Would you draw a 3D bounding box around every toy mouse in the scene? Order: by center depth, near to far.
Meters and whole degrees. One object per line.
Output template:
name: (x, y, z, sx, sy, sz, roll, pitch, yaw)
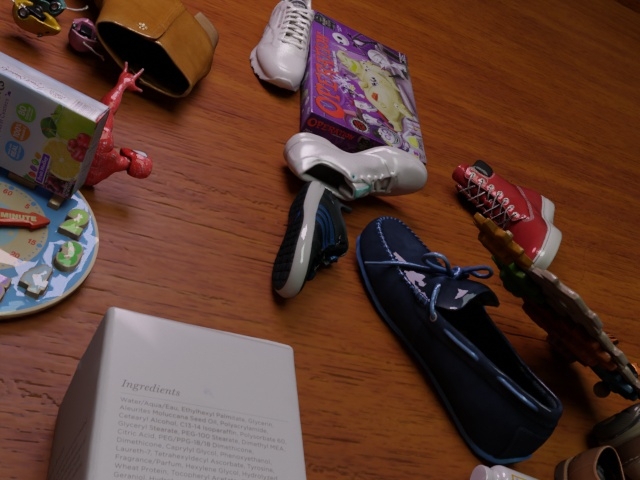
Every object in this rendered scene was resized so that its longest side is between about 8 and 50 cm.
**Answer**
toy mouse: (-0.342, -0.288, 0.948, 0.161, 0.031, 0.143, 35, 24, -10)

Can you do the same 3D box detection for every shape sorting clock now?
shape sorting clock: (-0.310, -0.017, 0.671, 0.206, 0.040, 0.206, 21, 39, -18)

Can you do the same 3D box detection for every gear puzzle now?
gear puzzle: (0.278, 0.086, 0.883, 0.339, 0.044, 0.175, 46, 0, -34)

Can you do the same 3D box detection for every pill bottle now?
pill bottle: (0.200, 0.263, 0.760, 0.083, 0.043, 0.043, 24, 38, -15)

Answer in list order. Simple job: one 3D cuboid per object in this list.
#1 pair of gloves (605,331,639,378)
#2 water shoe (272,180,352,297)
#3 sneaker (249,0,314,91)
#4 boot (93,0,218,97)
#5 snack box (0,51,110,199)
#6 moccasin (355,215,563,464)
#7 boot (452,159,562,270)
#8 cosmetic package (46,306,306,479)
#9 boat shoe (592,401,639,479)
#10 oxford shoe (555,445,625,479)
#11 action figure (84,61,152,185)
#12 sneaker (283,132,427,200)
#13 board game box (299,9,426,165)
pair of gloves: (0.439, 0.173, 1.076, 0.074, 0.010, 0.083, -4, 54, -43)
water shoe: (0.000, 0.000, 0.870, 0.080, 0.073, 0.203, 29, 37, -13)
sneaker: (-0.053, -0.332, 1.177, 0.090, 0.094, 0.235, 21, 40, -21)
boot: (-0.267, -0.322, 0.969, 0.295, 0.104, 0.211, 37, 27, -14)
snack box: (-0.283, -0.113, 0.685, 0.141, 0.100, 0.037, 28, 34, -8)
moccasin: (0.171, 0.091, 0.866, 0.138, 0.116, 0.342, -9, 55, -43)
boot: (0.276, -0.040, 1.124, 0.176, 0.088, 0.244, 32, 29, -4)
cosmetic package: (-0.110, 0.174, 0.524, 0.152, 0.151, 0.183, 17, 42, -24)
boat shoe: (0.493, 0.261, 0.947, 0.324, 0.122, 0.119, -5, 57, -31)
oxford shoe: (0.298, 0.308, 0.764, 0.076, 0.076, 0.212, 27, 39, -14)
action figure: (-0.306, -0.152, 0.778, 0.281, 0.091, 0.139, 24, 47, -15)
sneaker: (0.055, -0.084, 0.996, 0.212, 0.080, 0.094, 8, 32, -18)
board game box: (0.066, -0.257, 1.229, 0.208, 0.056, 0.346, 17, 40, -16)
